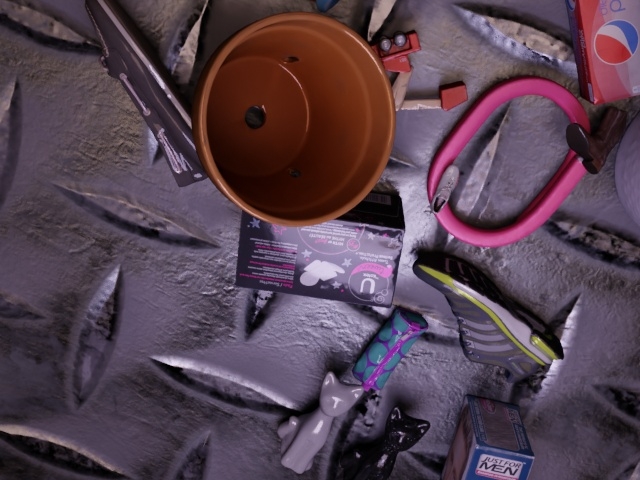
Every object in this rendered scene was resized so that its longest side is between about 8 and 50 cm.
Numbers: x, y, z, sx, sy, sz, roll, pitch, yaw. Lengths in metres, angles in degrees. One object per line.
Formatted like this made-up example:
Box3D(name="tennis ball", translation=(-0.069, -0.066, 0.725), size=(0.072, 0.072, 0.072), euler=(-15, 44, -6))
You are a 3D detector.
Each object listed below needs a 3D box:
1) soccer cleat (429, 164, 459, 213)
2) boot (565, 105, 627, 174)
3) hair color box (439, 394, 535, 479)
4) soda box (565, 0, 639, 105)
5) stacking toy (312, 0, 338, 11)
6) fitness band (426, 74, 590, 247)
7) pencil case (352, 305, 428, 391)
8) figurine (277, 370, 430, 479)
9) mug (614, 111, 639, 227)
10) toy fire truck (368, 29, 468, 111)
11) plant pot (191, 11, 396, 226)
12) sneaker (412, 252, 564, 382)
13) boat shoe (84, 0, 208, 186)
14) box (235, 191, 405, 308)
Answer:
Box3D(name="soccer cleat", translation=(0.196, -0.079, 1.298), size=(0.029, 0.035, 0.083), euler=(24, 107, -2))
Box3D(name="boot", translation=(0.430, -0.176, 1.272), size=(0.114, 0.037, 0.106), euler=(-52, 128, -18))
Box3D(name="hair color box", translation=(0.267, 0.471, 1.457), size=(0.105, 0.174, 0.347), euler=(13, 108, -1))
Box3D(name="soda box", translation=(0.421, -0.342, 1.226), size=(0.092, 0.083, 0.263), euler=(-13, 108, 7))
Box3D(name="stacking toy", translation=(-0.103, -0.437, 1.194), size=(0.302, 0.165, 0.175), euler=(7, 121, 12))
Box3D(name="fitness band", translation=(0.300, -0.123, 1.320), size=(0.209, 0.054, 0.290), euler=(34, 105, -9))
Box3D(name="pencil case", translation=(0.118, 0.186, 1.422), size=(0.065, 0.070, 0.151), euler=(31, 108, -8))
Box3D(name="figurine", translation=(0.053, 0.337, 1.441), size=(0.215, 0.092, 0.209), euler=(29, 122, -7))
Box3D(name="mug", translation=(0.654, -0.084, 1.173), size=(0.374, 0.328, 0.276), euler=(-15, 108, 7))
Box3D(name="toy fire truck", translation=(0.122, -0.253, 1.286), size=(0.192, 0.047, 0.135), euler=(-15, 109, 8))
Box3D(name="plant pot", translation=(-0.066, -0.178, 1.203), size=(0.291, 0.203, 0.290), euler=(-5, 102, -25))
Box3D(name="sneaker", translation=(0.264, 0.137, 1.383), size=(0.300, 0.111, 0.121), euler=(39, 110, -8))
Box3D(name="boat shoe", translation=(-0.273, -0.228, 1.278), size=(0.096, 0.112, 0.335), euler=(-33, 108, 8))
Box3D(name="box", translation=(0.000, 0.000, 1.315), size=(0.248, 0.163, 0.142), euler=(9, 112, 0))
